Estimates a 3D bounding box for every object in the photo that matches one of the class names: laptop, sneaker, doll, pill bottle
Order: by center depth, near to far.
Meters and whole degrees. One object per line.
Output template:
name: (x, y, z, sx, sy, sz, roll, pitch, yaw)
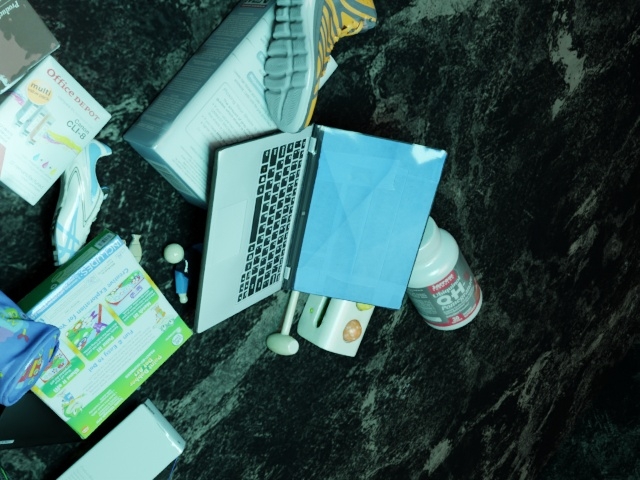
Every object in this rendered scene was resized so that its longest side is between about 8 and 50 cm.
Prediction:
sneaker: (-0.385, -0.048, 1.058, 0.086, 0.085, 0.237, 7, 100, -26)
sneaker: (0.012, -0.342, 1.139, 0.180, 0.124, 0.321, -4, 107, -42)
laptop: (-0.444, 0.225, 1.162, 0.234, 0.136, 0.265, 9, 73, -46)
laptop: (0.000, 0.000, 1.253, 0.407, 0.236, 0.382, -26, 136, -49)
doll: (-0.233, 0.066, 1.278, 0.129, 0.046, 0.189, -56, 135, -13)
pill bottle: (0.284, 0.077, 1.680, 0.176, 0.176, 0.319, -52, 133, -16)

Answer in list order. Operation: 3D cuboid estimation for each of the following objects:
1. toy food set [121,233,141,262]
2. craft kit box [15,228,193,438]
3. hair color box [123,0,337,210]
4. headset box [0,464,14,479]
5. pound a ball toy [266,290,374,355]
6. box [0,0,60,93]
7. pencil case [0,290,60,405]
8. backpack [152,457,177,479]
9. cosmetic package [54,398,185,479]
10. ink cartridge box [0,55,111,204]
toy food set: (-0.348, 0.052, 1.166, 0.077, 0.019, 0.122, -6, 100, -45)
craft kit box: (-0.364, 0.152, 1.069, 0.250, 0.061, 0.247, -45, 128, -23)
hair color box: (-0.151, -0.254, 1.186, 0.375, 0.113, 0.185, -53, 134, -14)
headset box: (-0.599, 0.433, 1.002, 0.246, 0.131, 0.283, -34, 127, -25)
pound a ball toy: (0.038, 0.132, 1.497, 0.208, 0.135, 0.319, 23, 89, -46)
box: (-0.479, -0.284, 0.823, 0.168, 0.167, 0.203, -47, 132, -21)
pencil case: (-0.492, 0.086, 0.885, 0.119, 0.306, 0.133, -53, 180, 28)
backpack: (-0.334, 0.412, 1.285, 0.105, 0.084, 0.114, 23, 95, -47)
cosmetic package: (-0.367, 0.408, 1.187, 0.231, 0.085, 0.117, -40, 91, -9)
ink cartridge box: (-0.423, -0.167, 0.950, 0.176, 0.127, 0.128, -55, 134, -15)
